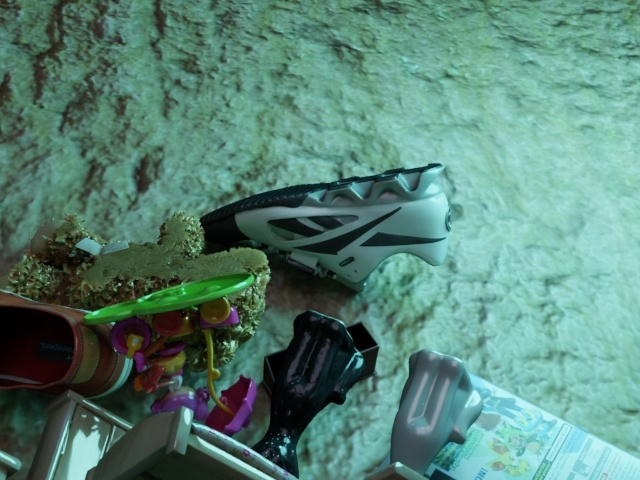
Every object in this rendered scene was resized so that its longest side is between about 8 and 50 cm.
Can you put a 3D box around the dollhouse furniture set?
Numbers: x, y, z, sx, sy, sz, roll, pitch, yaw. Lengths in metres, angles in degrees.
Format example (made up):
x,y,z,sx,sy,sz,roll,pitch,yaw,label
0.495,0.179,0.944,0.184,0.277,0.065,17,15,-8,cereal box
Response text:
x,y,z,sx,sy,sz,roll,pitch,yaw,label
-0.134,0.162,0.819,0.303,0.355,0.174,36,37,-26,dollhouse furniture set

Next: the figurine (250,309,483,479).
x,y,z,sx,sy,sz,roll,pitch,yaw,label
0.034,0.202,0.952,0.214,0.092,0.209,16,61,17,figurine

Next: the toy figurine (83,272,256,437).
x,y,z,sx,sy,sz,roll,pitch,yaw,label
-0.133,0.131,0.951,0.173,0.159,0.130,-14,6,-7,toy figurine

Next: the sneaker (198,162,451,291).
x,y,z,sx,sy,sz,roll,pitch,yaw,label
0.000,0.000,1.186,0.330,0.146,0.122,-6,12,20,sneaker

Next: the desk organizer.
x,y,z,sx,sy,sz,roll,pitch,yaw,label
0.000,0.141,1.083,0.130,0.050,0.047,-18,49,-23,desk organizer

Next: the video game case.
x,y,z,sx,sy,sz,roll,pitch,yaw,label
0.188,0.301,0.946,0.299,0.036,0.329,26,48,22,video game case

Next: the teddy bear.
x,y,z,sx,sy,sz,roll,pitch,yaw,label
-0.222,0.063,1.115,0.337,0.113,0.245,-1,38,4,teddy bear

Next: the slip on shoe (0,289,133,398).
x,y,z,sx,sy,sz,roll,pitch,yaw,label
-0.364,0.103,1.000,0.331,0.101,0.123,6,79,15,slip on shoe
